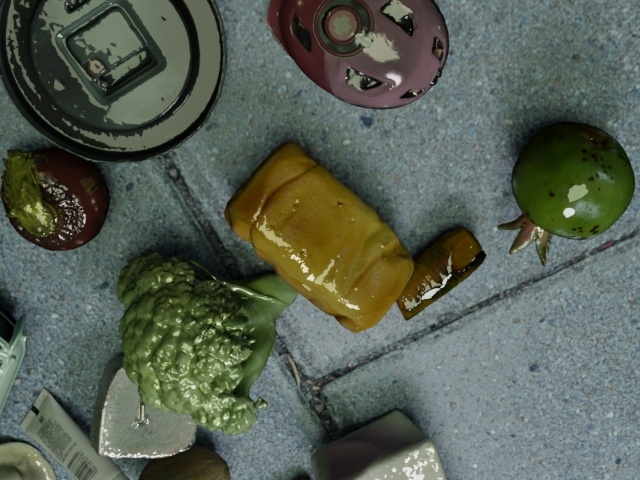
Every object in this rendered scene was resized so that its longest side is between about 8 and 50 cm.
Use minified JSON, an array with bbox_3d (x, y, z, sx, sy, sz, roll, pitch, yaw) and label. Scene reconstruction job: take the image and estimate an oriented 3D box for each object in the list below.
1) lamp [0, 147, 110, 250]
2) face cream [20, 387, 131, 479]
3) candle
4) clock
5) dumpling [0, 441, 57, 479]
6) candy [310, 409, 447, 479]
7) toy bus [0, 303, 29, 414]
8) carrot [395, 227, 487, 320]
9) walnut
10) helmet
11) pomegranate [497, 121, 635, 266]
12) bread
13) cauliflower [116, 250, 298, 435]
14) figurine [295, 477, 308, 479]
[{"bbox_3d":[-0.394,-0.055,1.196,0.157,0.135,0.156,1,113,-5],"label":"lamp"},{"bbox_3d":[-0.409,0.362,1.372,0.243,0.058,0.092,39,106,15],"label":"face cream"},{"bbox_3d":[-0.306,0.293,1.350,0.168,0.068,0.192,-38,110,-19],"label":"candle"},{"bbox_3d":[-0.291,-0.271,1.149,0.325,0.067,0.325,-1,112,-3],"label":"clock"},{"bbox_3d":[-0.538,0.431,1.416,0.111,0.181,0.155,19,80,26],"label":"dumpling"},{"bbox_3d":[0.134,0.496,1.425,0.208,0.145,0.359,-28,113,-12],"label":"candy"},{"bbox_3d":[-0.573,0.215,1.286,0.164,0.134,0.276,21,104,-20],"label":"toy bus"},{"bbox_3d":[0.182,0.052,1.299,0.173,0.082,0.082,-39,109,11],"label":"carrot"},{"bbox_3d":[-0.236,0.425,1.406,0.162,0.140,0.140,-13,113,14],"label":"walnut"},{"bbox_3d":[0.059,-0.284,1.121,0.253,0.154,0.198,25,110,-18],"label":"helmet"},{"bbox_3d":[0.360,-0.067,1.222,0.181,0.181,0.224,22,131,-12],"label":"pomegranate"},{"bbox_3d":[0.000,0.000,1.227,0.294,0.132,0.167,43,79,-15],"label":"bread"},{"bbox_3d":[-0.177,0.153,1.246,0.281,0.327,0.260,2,141,-51],"label":"cauliflower"},{"bbox_3d":[-0.002,0.510,1.485,0.122,0.121,0.176,-26,104,-23],"label":"figurine"}]
